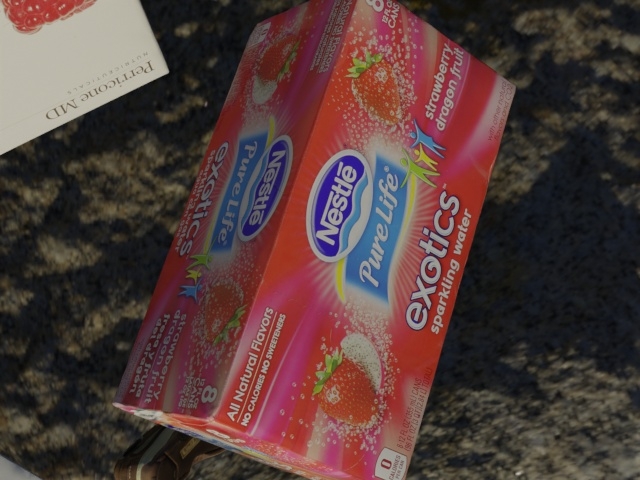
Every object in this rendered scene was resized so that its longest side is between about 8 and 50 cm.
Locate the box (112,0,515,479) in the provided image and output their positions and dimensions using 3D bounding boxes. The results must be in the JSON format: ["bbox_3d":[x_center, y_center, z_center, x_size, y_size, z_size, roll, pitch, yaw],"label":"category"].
[{"bbox_3d":[0.000,0.000,0.596,0.128,0.122,0.257,28,71,-29],"label":"box"}]

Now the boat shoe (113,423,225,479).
[{"bbox_3d":[-0.211,0.290,1.543,0.257,0.095,0.095,-29,113,-56],"label":"boat shoe"}]

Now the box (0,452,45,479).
[{"bbox_3d":[-0.470,0.379,1.383,0.182,0.119,0.181,40,58,-27],"label":"box"}]

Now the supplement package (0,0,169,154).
[{"bbox_3d":[-0.242,-0.219,0.675,0.177,0.293,0.175,-28,59,-7],"label":"supplement package"}]
